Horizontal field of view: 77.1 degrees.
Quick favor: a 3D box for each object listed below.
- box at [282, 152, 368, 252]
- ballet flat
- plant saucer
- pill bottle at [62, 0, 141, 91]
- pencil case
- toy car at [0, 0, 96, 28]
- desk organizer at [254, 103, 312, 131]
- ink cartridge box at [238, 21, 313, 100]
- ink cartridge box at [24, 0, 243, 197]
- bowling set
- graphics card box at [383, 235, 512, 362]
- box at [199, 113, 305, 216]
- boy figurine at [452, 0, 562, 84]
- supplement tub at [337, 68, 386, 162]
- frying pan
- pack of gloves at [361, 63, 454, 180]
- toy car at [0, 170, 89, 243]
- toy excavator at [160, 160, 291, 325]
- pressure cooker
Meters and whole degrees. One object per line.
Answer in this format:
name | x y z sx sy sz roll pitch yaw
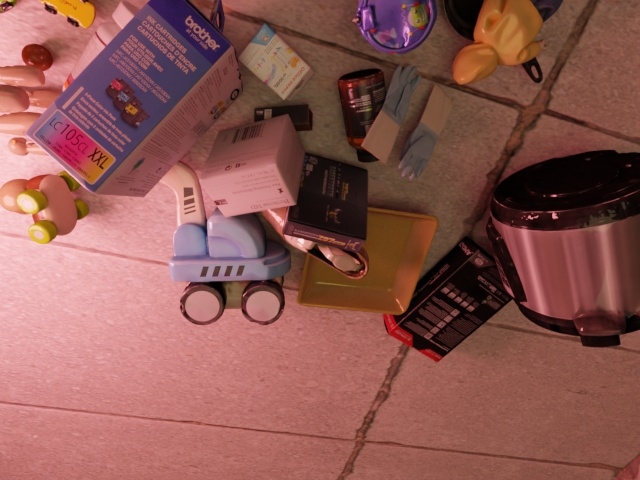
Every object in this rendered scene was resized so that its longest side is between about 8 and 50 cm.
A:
box | 0.018 -0.096 0.951 0.184 0.232 0.059 15 142 -10
ballet flat | 0.000 0.000 0.986 0.316 0.106 0.107 29 112 -19
plant saucer | 0.119 0.044 1.129 0.333 0.081 0.332 7 119 -10
pill bottle | -0.417 -0.361 0.825 0.121 0.121 0.221 37 109 -23
pencil case | 0.131 -0.421 0.747 0.133 0.306 0.119 -1 119 8
toy car | -0.583 -0.498 0.772 0.225 0.053 0.239 -23 118 8
desk organizer | -0.086 -0.283 0.942 0.130 0.050 0.047 0 86 11
ink cartridge box | -0.090 -0.379 0.866 0.143 0.090 0.092 37 109 -22
ink cartridge box | -0.291 -0.272 0.756 0.151 0.270 0.395 44 88 -9
bowling set | -0.637 -0.303 0.830 0.154 0.287 0.199 -1 76 -13
graphics card box | 0.401 0.190 1.232 0.233 0.094 0.371 33 112 -21
box | -0.143 -0.166 0.895 0.181 0.181 0.119 -9 139 17
boy figurine | 0.396 -0.438 0.830 0.177 0.092 0.285 31 113 -20
supplement tub | 0.106 -0.285 0.931 0.106 0.106 0.197 -12 120 1
frying pan | 0.409 -0.508 0.868 0.326 0.053 0.197 21 116 -18
pack of gloves | 0.197 -0.270 0.933 0.195 0.046 0.232 28 85 -33
toy car | -0.687 -0.086 0.942 0.189 0.155 0.148 3 119 3
toy excavator | -0.290 -0.037 0.998 0.434 0.222 0.444 0 105 -5
pressure cooker | 0.642 0.033 0.985 0.370 0.375 0.420 -29 112 -14
